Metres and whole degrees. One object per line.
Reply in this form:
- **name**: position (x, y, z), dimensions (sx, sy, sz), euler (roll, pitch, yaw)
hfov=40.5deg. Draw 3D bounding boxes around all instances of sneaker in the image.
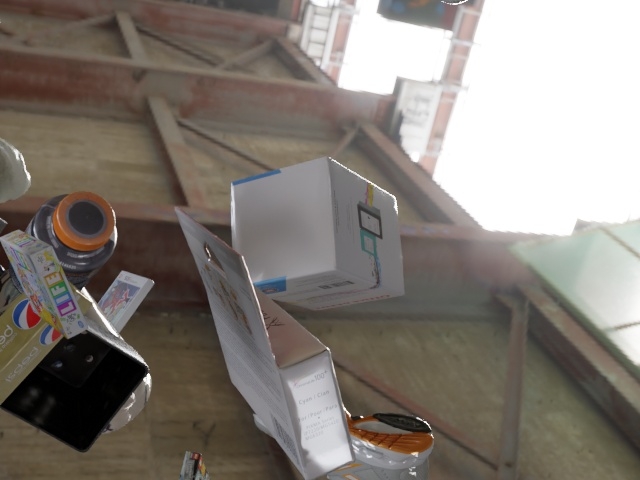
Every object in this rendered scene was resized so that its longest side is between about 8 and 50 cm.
- **sneaker**: position (0.020, 0.273, 1.098), dimensions (0.262, 0.121, 0.099), euler (10, -159, 38)

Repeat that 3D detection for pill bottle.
- **pill bottle**: position (-0.401, 0.008, 1.368), dimensions (0.130, 0.246, 0.130), euler (13, -117, -27)

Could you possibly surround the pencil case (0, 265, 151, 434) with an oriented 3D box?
- **pencil case**: position (-0.488, 0.210, 1.694), dimensions (0.184, 0.410, 0.160), euler (-30, -145, -4)

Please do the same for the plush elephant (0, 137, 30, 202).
- **plush elephant**: position (-0.425, 0.002, 0.829), dimensions (0.272, 0.329, 0.255), euler (-12, 174, 13)

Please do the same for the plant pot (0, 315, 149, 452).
- **plant pot**: position (-0.431, 0.217, 1.499), dimensions (0.187, 0.188, 0.167), euler (37, -178, -22)

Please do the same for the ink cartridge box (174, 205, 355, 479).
- **ink cartridge box**: position (-0.070, 0.095, 0.999), dimensions (0.066, 0.261, 0.296), euler (-20, -161, -17)

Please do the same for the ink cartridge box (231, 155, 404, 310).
- **ink cartridge box**: position (0.000, 0.000, 1.531), dimensions (0.198, 0.197, 0.270), euler (-12, 162, 27)

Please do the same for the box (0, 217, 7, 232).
- **box**: position (-0.745, 0.030, 1.525), dimensions (0.179, 0.312, 0.343), euler (31, 170, -4)

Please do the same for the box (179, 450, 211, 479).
- **box**: position (-0.211, 0.417, 1.432), dimensions (0.027, 0.137, 0.094), euler (6, -123, 5)

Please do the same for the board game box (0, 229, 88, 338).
- **board game box**: position (-0.320, 0.047, 0.997), dimensions (0.026, 0.103, 0.154), euler (-28, -160, -26)

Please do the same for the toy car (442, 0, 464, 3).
- **toy car**: position (0.187, -0.453, 1.267), dimensions (0.182, 0.136, 0.159), euler (26, -113, -8)

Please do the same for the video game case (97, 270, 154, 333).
- **video game case**: position (-0.476, 0.162, 1.979), dimensions (0.023, 0.201, 0.183), euler (41, 163, -27)

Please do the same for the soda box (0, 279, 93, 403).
- **soda box**: position (-0.383, 0.124, 1.115), dimensions (0.058, 0.181, 0.061), euler (37, 169, 19)
